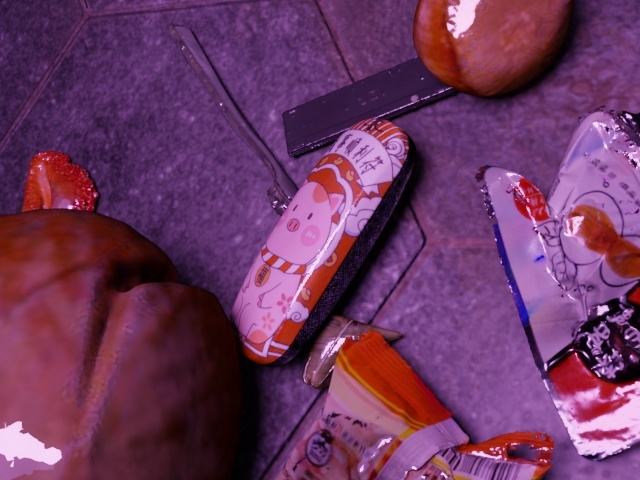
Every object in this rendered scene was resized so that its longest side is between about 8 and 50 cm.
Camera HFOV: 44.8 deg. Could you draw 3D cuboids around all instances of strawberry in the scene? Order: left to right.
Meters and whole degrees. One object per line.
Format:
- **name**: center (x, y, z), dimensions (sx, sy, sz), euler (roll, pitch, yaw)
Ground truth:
- **strawberry**: center (-0.323, -0.047, 0.941), dimensions (0.104, 0.048, 0.152), euler (-33, 69, 10)

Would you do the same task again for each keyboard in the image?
- **keyboard**: center (0.049, -0.143, 0.815), dimensions (0.195, 0.018, 0.060), euler (-19, 63, 19)

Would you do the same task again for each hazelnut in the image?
- **hazelnut**: center (-0.234, 0.176, 0.682), dimensions (0.359, 0.359, 0.409), euler (8, 86, 26)
- **hazelnut**: center (0.153, -0.215, 0.720), dimensions (0.150, 0.150, 0.150), euler (-6, 75, 23)

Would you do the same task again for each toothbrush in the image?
- **toothbrush**: center (-0.102, -0.144, 0.876), dimensions (0.030, 0.030, 0.297), euler (-43, 64, 20)

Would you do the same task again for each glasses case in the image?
- **glasses case**: center (0.000, 0.000, 0.757), dimensions (0.267, 0.067, 0.103), euler (-59, 36, -2)

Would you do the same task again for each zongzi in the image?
- **zongzi**: center (0.030, 0.115, 0.748), dimensions (0.083, 0.040, 0.076), euler (15, 80, 15)

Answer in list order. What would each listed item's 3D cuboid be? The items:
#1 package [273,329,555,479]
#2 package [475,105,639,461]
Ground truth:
- **package**: center (0.039, 0.238, 0.673), dimensions (0.223, 0.108, 0.288), euler (31, 93, 29)
- **package**: center (0.248, 0.026, 0.660), dimensions (0.194, 0.071, 0.269), euler (-31, 79, 17)
